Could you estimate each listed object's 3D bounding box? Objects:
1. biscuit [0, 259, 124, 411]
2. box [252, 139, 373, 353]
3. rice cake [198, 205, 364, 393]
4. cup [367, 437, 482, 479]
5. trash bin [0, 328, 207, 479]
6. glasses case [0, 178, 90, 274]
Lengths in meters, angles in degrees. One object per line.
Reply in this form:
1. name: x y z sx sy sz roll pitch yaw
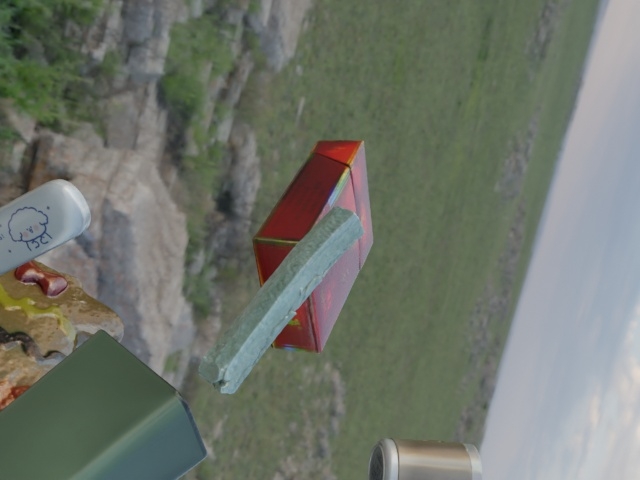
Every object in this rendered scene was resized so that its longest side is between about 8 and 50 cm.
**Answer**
1. biscuit: -0.557 0.154 1.731 0.076 0.368 0.394 -61 -176 31
2. box: 0.000 0.000 1.515 0.313 0.089 0.197 -62 149 -53
3. rice cake: -0.042 0.062 1.062 0.245 0.045 0.042 -51 133 -17
4. cup: 0.098 0.240 0.985 0.102 0.099 0.074 122 -26 -62
5. trash bin: -0.368 0.314 1.381 0.343 0.223 0.158 -36 138 -28
6. glasses case: -0.366 -0.013 1.203 0.076 0.197 0.049 62 25 -11
